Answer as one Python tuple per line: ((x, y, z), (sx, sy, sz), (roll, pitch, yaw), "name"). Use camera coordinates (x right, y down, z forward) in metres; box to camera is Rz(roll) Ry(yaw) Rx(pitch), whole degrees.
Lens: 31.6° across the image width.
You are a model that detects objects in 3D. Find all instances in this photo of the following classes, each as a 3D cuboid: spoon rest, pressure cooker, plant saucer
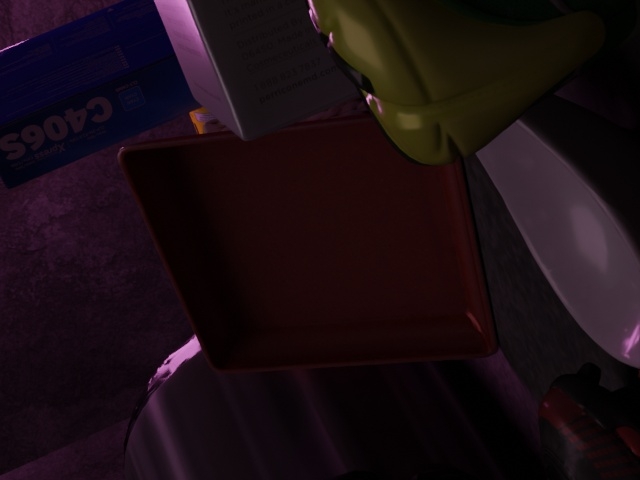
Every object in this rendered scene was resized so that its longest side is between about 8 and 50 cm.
((0.095, -0.064, 0.530), (0.137, 0.084, 0.276), (-171, 59, -82), "spoon rest")
((0.026, 0.295, 1.077), (0.375, 0.369, 0.420), (-57, 40, 25), "pressure cooker")
((0.000, 0.000, 0.918), (0.048, 0.259, 0.258), (-78, -23, -47), "plant saucer")

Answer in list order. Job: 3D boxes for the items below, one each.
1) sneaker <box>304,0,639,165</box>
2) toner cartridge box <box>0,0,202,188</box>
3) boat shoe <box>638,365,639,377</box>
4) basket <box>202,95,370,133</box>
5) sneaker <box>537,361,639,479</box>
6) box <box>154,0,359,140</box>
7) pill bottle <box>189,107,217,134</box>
((0.049, -0.146, 0.407), (0.109, 0.123, 0.296), (57, -163, -47), "sneaker")
((-0.198, -0.189, 1.209), (0.165, 0.347, 0.075), (-121, 10, -49), "toner cartridge box")
((0.165, 0.016, 0.369), (0.073, 0.073, 0.207), (26, 166, 11), "boat shoe")
((-0.017, -0.067, 1.022), (0.113, 0.167, 0.103), (86, 163, -70), "basket")
((0.173, 0.212, 0.639), (0.097, 0.135, 0.276), (124, 123, -84), "sneaker")
((-0.048, -0.255, 0.623), (0.215, 0.168, 0.345), (-135, 22, -72), "box")
((-0.117, -0.161, 1.625), (0.119, 0.119, 0.208), (-124, 13, -56), "pill bottle")
